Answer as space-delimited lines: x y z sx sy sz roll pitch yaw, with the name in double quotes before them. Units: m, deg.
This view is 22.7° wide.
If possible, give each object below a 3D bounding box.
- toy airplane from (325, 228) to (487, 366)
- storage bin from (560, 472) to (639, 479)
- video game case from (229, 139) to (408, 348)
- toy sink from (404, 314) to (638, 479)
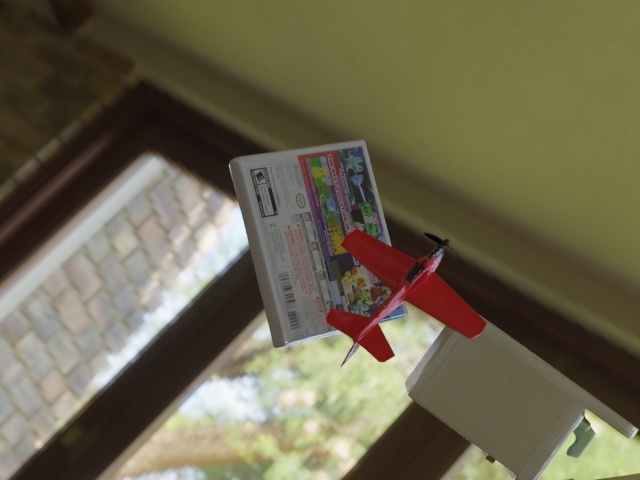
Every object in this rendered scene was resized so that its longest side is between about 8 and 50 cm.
"toy airplane" 0.063 0.049 1.375 0.151 0.151 0.028 38 -21 18
"storage bin" 0.297 0.336 1.466 0.123 0.262 0.260 -48 128 -80
"video game case" 0.000 0.000 1.690 0.023 0.183 0.201 -18 -96 48
"toy sink" 0.223 0.194 1.833 0.234 0.131 0.153 35 1 0
